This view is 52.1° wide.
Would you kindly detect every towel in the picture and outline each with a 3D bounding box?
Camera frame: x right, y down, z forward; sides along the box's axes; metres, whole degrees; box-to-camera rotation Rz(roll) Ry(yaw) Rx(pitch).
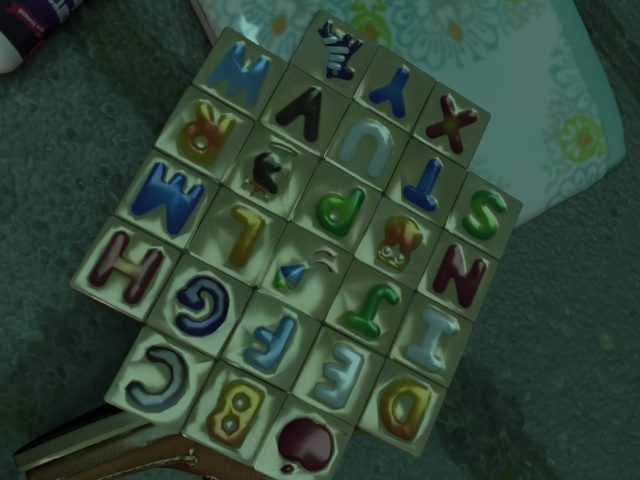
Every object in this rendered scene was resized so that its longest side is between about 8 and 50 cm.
[{"bbox_3d":[0.079,-0.168,0.598,0.321,0.090,0.374,-27,93,-12],"label":"towel"}]

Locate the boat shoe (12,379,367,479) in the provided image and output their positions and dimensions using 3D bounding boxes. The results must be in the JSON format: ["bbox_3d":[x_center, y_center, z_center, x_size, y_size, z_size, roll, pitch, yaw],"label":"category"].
[{"bbox_3d":[-0.072,0.151,0.519,0.308,0.111,0.104,-17,90,-15],"label":"boat shoe"}]

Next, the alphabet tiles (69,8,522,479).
[{"bbox_3d":[0.000,0.000,0.500,0.285,0.011,0.342,29,74,-11],"label":"alphabet tiles"}]

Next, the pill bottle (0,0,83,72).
[{"bbox_3d":[-0.248,-0.198,0.498,0.108,0.108,0.193,40,78,-9],"label":"pill bottle"}]
